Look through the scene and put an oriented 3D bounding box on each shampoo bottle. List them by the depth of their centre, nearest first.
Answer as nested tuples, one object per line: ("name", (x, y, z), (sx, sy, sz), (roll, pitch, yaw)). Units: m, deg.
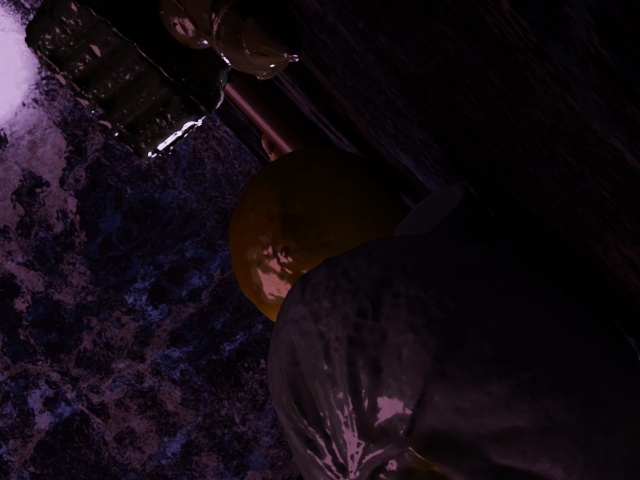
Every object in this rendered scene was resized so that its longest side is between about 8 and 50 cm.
("shampoo bottle", (0.167, 0.047, 1.571), (0.227, 0.086, 0.056), (45, -167, -28))

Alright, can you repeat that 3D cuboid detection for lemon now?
("lemon", (0.001, 0.000, 2.038), (0.236, 0.236, 0.263), (46, 171, -16))

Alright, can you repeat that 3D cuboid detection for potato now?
("potato", (-0.155, -0.271, 1.992), (0.091, 0.070, 0.138), (43, 180, -21))

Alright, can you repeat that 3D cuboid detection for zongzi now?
("zongzi", (-0.042, -0.179, 1.552), (0.176, 0.078, 0.160), (40, 180, 34))

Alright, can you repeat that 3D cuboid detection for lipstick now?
("lipstick", (-0.004, -0.110, 2.321), (0.357, 0.057, 0.057), (45, 178, -17))

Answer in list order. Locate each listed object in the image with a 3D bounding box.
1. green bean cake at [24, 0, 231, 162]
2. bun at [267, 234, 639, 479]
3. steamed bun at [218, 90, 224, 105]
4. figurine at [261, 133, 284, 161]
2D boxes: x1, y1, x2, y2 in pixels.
("green bean cake", (-0.228, -0.252, 2.090), (0.241, 0.132, 0.255), (43, -151, -15))
("bun", (0.115, 0.156, 1.496), (0.362, 0.211, 0.362), (19, 144, 14))
("steamed bun", (-0.196, -0.270, 2.386), (0.183, 0.106, 0.183), (49, 176, 4))
("figurine", (-0.016, -0.103, 2.490), (0.122, 0.121, 0.176), (12, -144, -39))
